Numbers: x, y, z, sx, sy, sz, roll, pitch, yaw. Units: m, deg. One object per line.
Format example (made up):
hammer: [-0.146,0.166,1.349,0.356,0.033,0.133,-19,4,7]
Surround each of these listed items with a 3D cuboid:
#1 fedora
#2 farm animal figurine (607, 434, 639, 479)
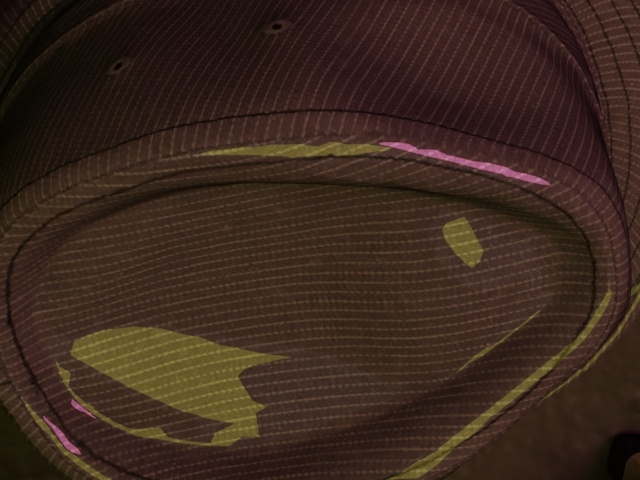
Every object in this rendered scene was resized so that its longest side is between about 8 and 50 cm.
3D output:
fedora: [0.000,0.000,0.413,0.275,0.124,0.243,-6,115,0]
farm animal figurine: [0.237,0.136,0.458,0.327,0.172,0.330,-11,114,3]
